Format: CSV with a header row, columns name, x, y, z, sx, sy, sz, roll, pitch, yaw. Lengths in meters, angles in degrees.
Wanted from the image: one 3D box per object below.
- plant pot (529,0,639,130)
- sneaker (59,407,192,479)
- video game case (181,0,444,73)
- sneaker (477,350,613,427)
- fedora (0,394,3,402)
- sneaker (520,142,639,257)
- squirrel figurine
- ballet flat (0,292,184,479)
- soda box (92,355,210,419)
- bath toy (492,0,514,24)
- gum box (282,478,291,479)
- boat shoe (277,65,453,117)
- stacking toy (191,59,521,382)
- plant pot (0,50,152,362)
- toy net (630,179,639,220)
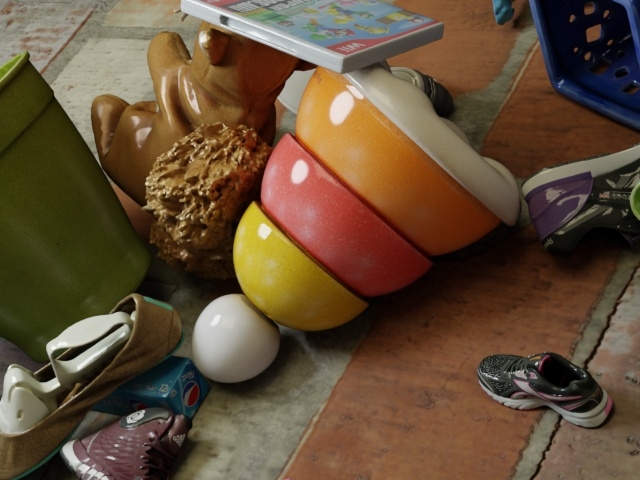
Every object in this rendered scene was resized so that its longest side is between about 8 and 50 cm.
name,x,y,z,sx,sy,sz,roll,pitch,yaw
plant pot,0.449,-0.320,2.020,0.212,0.236,0.236,-35,38,-18
sneaker,-0.216,0.294,1.855,0.162,0.106,0.281,-37,38,-14
video game case,-0.012,-0.292,1.889,0.285,0.025,0.204,26,35,34
sneaker,0.263,0.159,1.724,0.178,0.077,0.072,10,51,39
fedora,-0.559,0.290,2.016,0.276,0.244,0.124,-9,72,21
sneaker,0.412,-0.053,1.873,0.283,0.107,0.124,-17,69,3
squirrel figurine,-0.135,-0.155,2.071,0.370,0.281,0.396,-48,39,47
ballet flat,-0.340,0.184,1.934,0.342,0.124,0.116,-37,45,6
soda box,-0.262,0.199,2.014,0.210,0.067,0.071,4,50,35
bath toy,0.431,-0.418,2.217,0.348,0.151,0.129,-7,82,22
gum box,-0.072,0.383,1.698,0.107,0.062,0.188,-18,40,14
boat shoe,0.062,-0.230,2.282,0.335,0.096,0.112,13,91,45
stacking toy,0.000,0.000,1.949,0.480,0.351,0.350,-47,38,7
plant pot,-0.442,-0.024,2.100,0.366,0.353,0.366,-38,17,14
toy net,0.484,-0.094,1.752,0.232,0.122,0.045,-54,-6,32
